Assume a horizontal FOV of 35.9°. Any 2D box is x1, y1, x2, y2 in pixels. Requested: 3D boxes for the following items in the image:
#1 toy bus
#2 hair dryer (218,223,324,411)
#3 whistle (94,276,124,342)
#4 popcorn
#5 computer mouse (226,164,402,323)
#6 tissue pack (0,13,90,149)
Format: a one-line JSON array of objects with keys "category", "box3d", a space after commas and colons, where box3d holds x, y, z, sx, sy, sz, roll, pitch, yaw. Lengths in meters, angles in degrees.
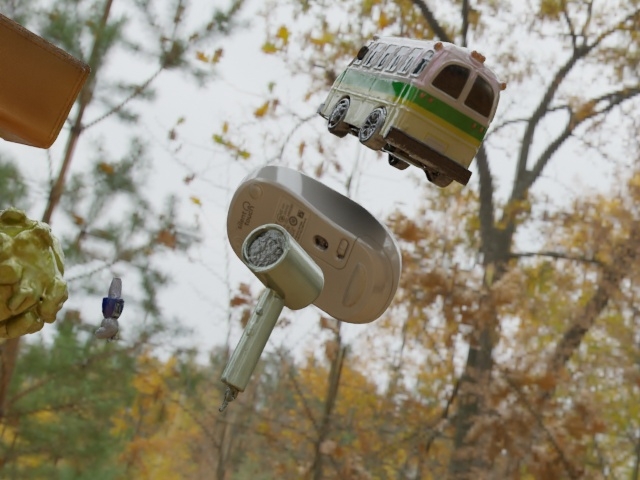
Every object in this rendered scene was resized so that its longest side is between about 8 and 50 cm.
[{"category": "toy bus", "box3d": [0.124, -0.199, 1.417, 0.143, 0.179, 0.305, 26, 4, -22]}, {"category": "hair dryer", "box3d": [-0.044, 0.055, 0.658, 0.038, 0.124, 0.063, 14, -22, 32]}, {"category": "whistle", "box3d": [-0.265, 0.087, 1.245, 0.029, 0.083, 0.033, -7, -20, 43]}, {"category": "popcorn", "box3d": [-0.392, 0.038, 1.251, 0.142, 0.174, 0.173, 10, -16, -25]}, {"category": "computer mouse", "box3d": [0.000, 0.000, 1.500, 0.297, 0.184, 0.121, 29, 32, 24]}, {"category": "tissue pack", "box3d": [-0.503, -0.254, 1.401, 0.274, 0.145, 0.194, 28, -10, -38]}]
